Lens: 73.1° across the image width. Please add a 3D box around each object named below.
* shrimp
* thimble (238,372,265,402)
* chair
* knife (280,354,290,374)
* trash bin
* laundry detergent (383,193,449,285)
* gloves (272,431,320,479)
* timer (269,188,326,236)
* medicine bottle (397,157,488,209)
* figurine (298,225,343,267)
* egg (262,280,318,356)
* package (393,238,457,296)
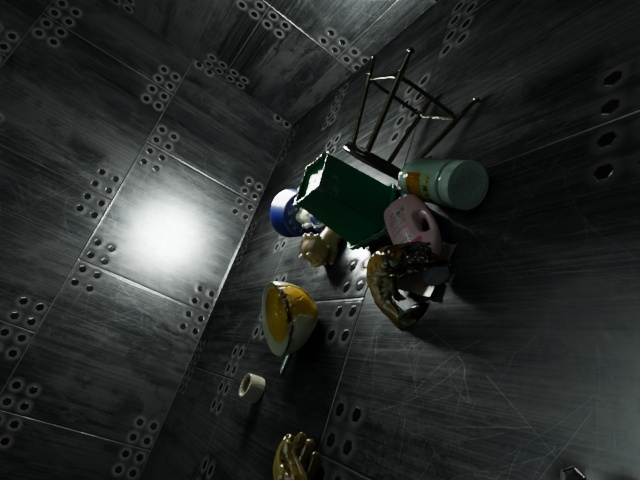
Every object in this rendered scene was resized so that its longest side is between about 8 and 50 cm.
[{"bbox_3d":[0.260,0.132,1.317,0.445,0.085,0.273,-37,66,63],"label":"shrimp"},{"bbox_3d":[-0.317,0.687,2.012,0.115,0.090,0.102,-59,27,0],"label":"thimble"},{"bbox_3d":[0.310,-0.480,1.750,0.411,0.361,0.365,-61,23,9],"label":"chair"},{"bbox_3d":[-0.136,0.501,1.947,0.028,0.015,0.211,12,74,60],"label":"knife"},{"bbox_3d":[0.118,-0.160,1.721,0.295,0.380,0.260,-30,38,49],"label":"trash bin"},{"bbox_3d":[0.318,-0.003,1.406,0.159,0.087,0.336,-36,45,18],"label":"laundry detergent"},{"bbox_3d":[-0.070,0.760,1.351,0.141,0.154,0.331,-52,32,14],"label":"gloves"},{"bbox_3d":[-0.061,-0.134,2.283,0.383,0.270,0.271,10,71,50],"label":"timer"},{"bbox_3d":[0.403,-0.200,1.470,0.158,0.158,0.318,-60,23,1],"label":"medicine bottle"},{"bbox_3d":[0.000,0.004,2.038,0.247,0.172,0.177,-61,23,0],"label":"figurine"},{"bbox_3d":[-0.120,0.333,1.871,0.337,0.200,0.338,-7,82,63],"label":"egg"},{"bbox_3d":[0.323,0.076,1.456,0.250,0.062,0.204,17,78,53],"label":"package"}]
